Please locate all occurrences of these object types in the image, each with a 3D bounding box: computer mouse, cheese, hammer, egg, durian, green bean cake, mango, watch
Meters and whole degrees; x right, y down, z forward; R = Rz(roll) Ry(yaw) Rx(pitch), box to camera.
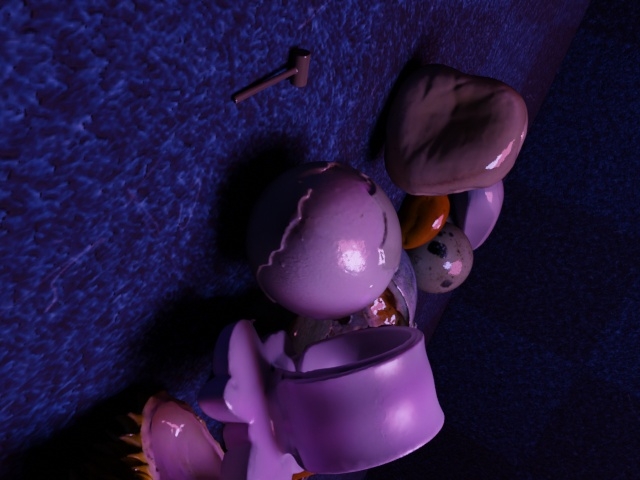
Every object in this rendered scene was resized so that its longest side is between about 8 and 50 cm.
[{"bbox_3d":[0.422,-0.107,1.648,0.297,0.121,0.184,83,-3,-48],"label":"computer mouse"},{"bbox_3d":[0.198,-0.174,0.948,0.235,0.218,0.117,-31,167,12],"label":"cheese"},{"bbox_3d":[-0.048,-0.158,0.608,0.110,0.019,0.036,-41,153,-40],"label":"hammer"},{"bbox_3d":[0.000,0.000,0.699,0.183,0.183,0.217,-62,160,2],"label":"egg"},{"bbox_3d":[-0.205,0.277,0.629,0.195,0.186,0.305,-36,169,6],"label":"durian"},{"bbox_3d":[-0.060,0.155,0.895,0.183,0.094,0.185,-11,127,-65],"label":"green bean cake"},{"bbox_3d":[0.221,-0.046,1.322,0.084,0.105,0.160,9,114,-50],"label":"mango"},{"bbox_3d":[0.278,0.041,1.482,0.177,0.177,0.228,-60,172,-4],"label":"egg"},{"bbox_3d":[0.015,0.167,0.679,0.248,0.217,0.211,-16,91,-75],"label":"watch"}]

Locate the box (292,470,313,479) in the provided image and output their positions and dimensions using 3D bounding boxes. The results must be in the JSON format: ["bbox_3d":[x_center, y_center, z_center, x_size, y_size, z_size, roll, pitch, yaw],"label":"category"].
[{"bbox_3d":[-0.032,0.311,1.046,0.221,0.091,0.274,-44,180,-42],"label":"box"}]

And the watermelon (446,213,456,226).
[{"bbox_3d":[0.314,0.023,1.692,0.146,0.128,0.231,-87,-168,-45],"label":"watermelon"}]

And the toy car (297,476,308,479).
[{"bbox_3d":[-0.056,0.591,1.577,0.095,0.056,0.205,-8,125,-65],"label":"toy car"}]

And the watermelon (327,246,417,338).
[{"bbox_3d":[0.128,0.105,1.184,0.188,0.175,0.322,-45,156,-38],"label":"watermelon"}]
